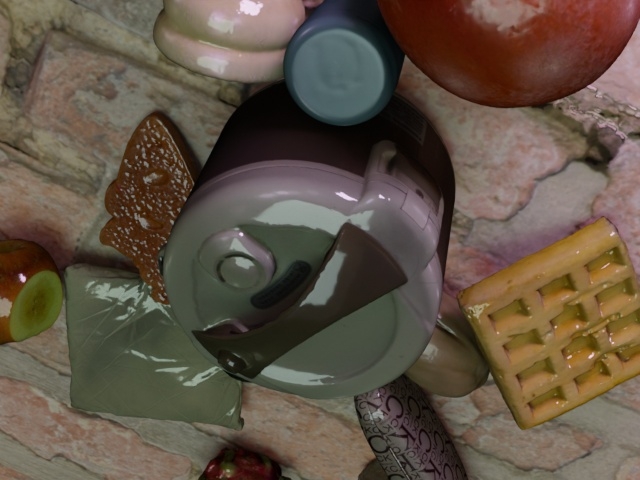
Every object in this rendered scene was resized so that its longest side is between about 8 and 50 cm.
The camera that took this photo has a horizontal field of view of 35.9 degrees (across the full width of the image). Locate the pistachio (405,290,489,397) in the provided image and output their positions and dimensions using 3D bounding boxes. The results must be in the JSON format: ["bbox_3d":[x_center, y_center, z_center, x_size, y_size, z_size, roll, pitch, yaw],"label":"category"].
[{"bbox_3d":[0.143,0.127,1.350,0.226,0.136,0.136,39,125,-10],"label":"pistachio"}]

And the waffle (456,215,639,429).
[{"bbox_3d":[0.319,0.117,1.292,0.221,0.055,0.248,-28,119,2],"label":"waffle"}]

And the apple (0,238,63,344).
[{"bbox_3d":[-0.443,0.077,1.414,0.163,0.146,0.147,9,111,43],"label":"apple"}]

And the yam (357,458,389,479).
[{"bbox_3d":[0.127,0.417,1.594,0.084,0.084,0.127,-33,116,31],"label":"yam"}]

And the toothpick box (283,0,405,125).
[{"bbox_3d":[0.036,-0.213,1.077,0.120,0.184,0.120,6,122,10],"label":"toothpick box"}]

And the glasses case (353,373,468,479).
[{"bbox_3d":[0.144,0.316,1.476,0.085,0.137,0.355,-18,120,23],"label":"glasses case"}]

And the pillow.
[{"bbox_3d":[-0.246,0.161,1.491,0.274,0.076,0.281,6,122,1],"label":"pillow"}]

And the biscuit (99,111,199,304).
[{"bbox_3d":[-0.216,-0.040,1.334,0.183,0.043,0.280,3,113,10],"label":"biscuit"}]

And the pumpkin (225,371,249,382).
[{"bbox_3d":[-0.074,0.118,1.367,0.167,0.125,0.167,-22,139,-21],"label":"pumpkin"}]

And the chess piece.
[{"bbox_3d":[-0.068,-0.330,1.038,0.167,0.167,0.300,19,123,-1],"label":"chess piece"}]

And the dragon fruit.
[{"bbox_3d":[-0.133,0.426,1.600,0.166,0.172,0.160,-20,120,24],"label":"dragon fruit"}]

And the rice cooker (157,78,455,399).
[{"bbox_3d":[0.000,0.000,1.152,0.335,0.325,0.335,6,127,8],"label":"rice cooker"}]

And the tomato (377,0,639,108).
[{"bbox_3d":[0.189,-0.255,0.967,0.265,0.265,0.265,6,127,8],"label":"tomato"}]
